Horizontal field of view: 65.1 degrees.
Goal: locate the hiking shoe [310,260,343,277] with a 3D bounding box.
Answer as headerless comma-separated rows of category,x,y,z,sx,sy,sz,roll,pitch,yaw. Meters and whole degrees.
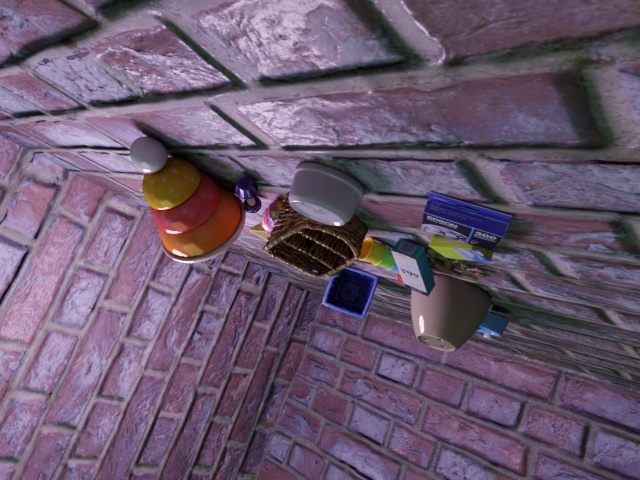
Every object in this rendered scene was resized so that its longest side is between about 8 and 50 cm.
hiking shoe,-0.032,0.103,2.494,0.304,0.113,0.132,18,169,16

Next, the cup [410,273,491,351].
cup,0.511,0.320,2.084,0.332,0.236,0.331,20,157,9

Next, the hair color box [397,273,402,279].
hair color box,0.348,0.134,2.070,0.043,0.071,0.141,17,167,16

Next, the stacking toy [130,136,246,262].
stacking toy,-0.503,-0.178,1.780,0.351,0.350,0.479,15,149,29

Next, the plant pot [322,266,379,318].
plant pot,0.156,0.266,2.641,0.236,0.235,0.212,20,174,4

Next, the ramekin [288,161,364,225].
ramekin,0.009,-0.122,1.402,0.207,0.108,0.207,20,169,4

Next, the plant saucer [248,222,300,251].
plant saucer,-0.095,-0.003,2.207,0.333,0.080,0.333,30,165,-38

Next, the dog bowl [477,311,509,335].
dog bowl,0.699,0.362,2.285,0.298,0.073,0.166,11,165,41

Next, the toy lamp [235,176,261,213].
toy lamp,-0.252,-0.162,1.767,0.080,0.080,0.274,21,171,1

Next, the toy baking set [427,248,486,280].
toy baking set,0.458,0.079,1.743,0.257,0.030,0.197,24,165,-13

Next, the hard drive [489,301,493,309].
hard drive,0.652,0.288,2.317,0.211,0.040,0.318,19,168,9

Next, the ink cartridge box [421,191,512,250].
ink cartridge box,0.367,-0.044,1.291,0.207,0.045,0.208,18,167,14

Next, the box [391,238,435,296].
box,0.334,0.099,1.779,0.101,0.060,0.244,23,156,35

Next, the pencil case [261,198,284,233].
pencil case,-0.165,-0.088,1.894,0.105,0.104,0.236,23,168,-9

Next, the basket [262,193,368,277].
basket,0.000,0.000,1.698,0.214,0.222,0.299,8,162,48

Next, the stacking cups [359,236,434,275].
stacking cups,0.297,0.089,1.905,0.317,0.095,0.096,24,168,-21

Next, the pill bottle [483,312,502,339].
pill bottle,0.818,0.411,2.391,0.067,0.120,0.067,20,168,4

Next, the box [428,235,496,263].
box,0.429,0.026,1.505,0.109,0.042,0.178,29,166,-37
